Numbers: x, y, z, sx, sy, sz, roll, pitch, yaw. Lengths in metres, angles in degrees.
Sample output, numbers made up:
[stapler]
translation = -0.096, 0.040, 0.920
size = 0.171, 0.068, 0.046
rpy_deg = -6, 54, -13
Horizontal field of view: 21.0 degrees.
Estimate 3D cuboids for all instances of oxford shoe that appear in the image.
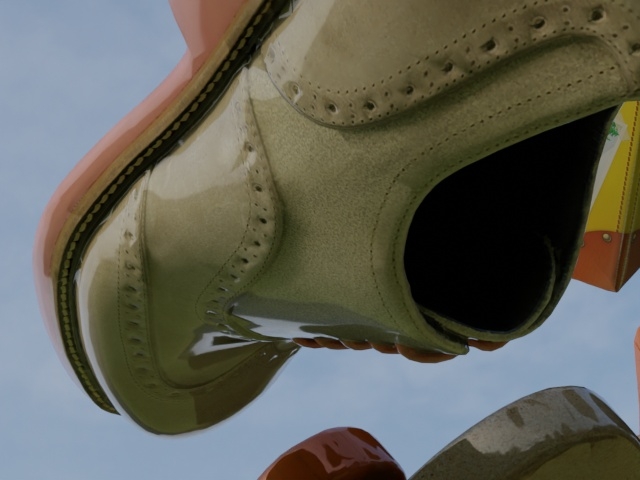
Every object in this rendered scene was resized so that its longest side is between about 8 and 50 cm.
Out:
[oxford shoe]
translation = 0.000, 0.000, 0.613
size = 0.140, 0.146, 0.397
rpy_deg = -29, -16, -29

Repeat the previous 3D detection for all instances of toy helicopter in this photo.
[toy helicopter]
translation = 0.113, 0.186, 0.885
size = 0.235, 0.140, 0.355
rpy_deg = -34, -36, -14

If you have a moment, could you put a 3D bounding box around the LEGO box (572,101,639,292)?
[LEGO box]
translation = 0.281, -0.272, 1.484
size = 0.193, 0.372, 0.500
rpy_deg = 21, -52, 26
